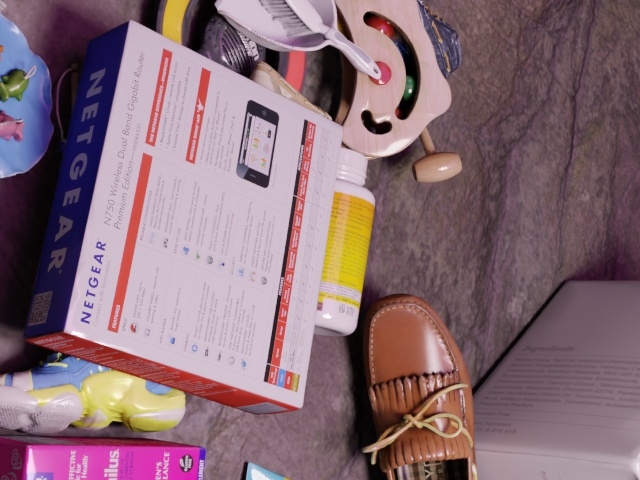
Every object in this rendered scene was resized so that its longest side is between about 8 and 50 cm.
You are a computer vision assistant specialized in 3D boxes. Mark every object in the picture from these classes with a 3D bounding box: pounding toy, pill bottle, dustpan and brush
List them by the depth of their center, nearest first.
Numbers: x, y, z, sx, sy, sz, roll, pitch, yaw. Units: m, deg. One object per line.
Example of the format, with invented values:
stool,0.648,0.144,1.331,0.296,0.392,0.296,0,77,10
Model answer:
dustpan and brush,-0.012,-0.256,1.583,0.211,0.060,0.147,44,52,-29
pill bottle,0.000,0.000,1.604,0.117,0.117,0.215,18,76,-42
pounding toy,0.064,-0.184,1.708,0.154,0.155,0.270,-23,95,-13

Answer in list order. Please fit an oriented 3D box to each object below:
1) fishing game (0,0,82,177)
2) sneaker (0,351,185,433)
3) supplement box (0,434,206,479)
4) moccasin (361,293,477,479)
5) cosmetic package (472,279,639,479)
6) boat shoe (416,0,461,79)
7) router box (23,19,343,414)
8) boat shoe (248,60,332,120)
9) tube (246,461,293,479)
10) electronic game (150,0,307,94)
fishing game,-0.322,-0.154,1.318,0.264,0.041,0.189,19,61,-52
sneaker,-0.251,0.132,1.399,0.240,0.091,0.126,12,61,-42
supplement box,-0.237,0.259,1.373,0.220,0.114,0.111,8,84,-41
moccasin,0.125,0.254,1.689,0.147,0.139,0.380,-69,154,-77
cosmetic package,0.434,0.291,1.864,0.393,0.327,0.329,-44,117,-36
boat shoe,0.127,-0.288,1.781,0.083,0.065,0.183,-45,123,-38
router box,-0.130,-0.017,1.419,0.301,0.082,0.335,24,66,-36
boat shoe,-0.027,-0.155,1.581,0.153,0.056,0.048,28,72,-38
tube,-0.013,0.331,1.632,0.207,0.052,0.080,22,63,-34
electronic game,-0.102,-0.226,1.565,0.229,0.048,0.229,3,86,-43
